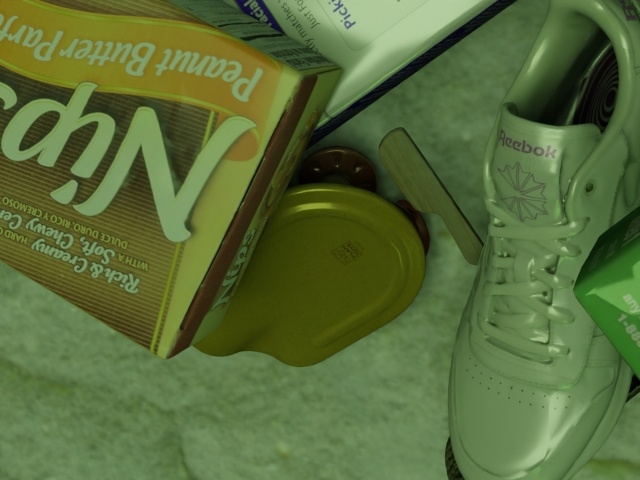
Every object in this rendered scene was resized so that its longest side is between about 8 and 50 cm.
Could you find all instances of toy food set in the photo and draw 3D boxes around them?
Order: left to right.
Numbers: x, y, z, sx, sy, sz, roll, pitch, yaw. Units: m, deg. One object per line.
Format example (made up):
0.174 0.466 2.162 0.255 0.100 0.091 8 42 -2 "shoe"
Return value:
0.000 0.000 0.876 0.218 0.071 0.128 -31 122 25 "toy food set"

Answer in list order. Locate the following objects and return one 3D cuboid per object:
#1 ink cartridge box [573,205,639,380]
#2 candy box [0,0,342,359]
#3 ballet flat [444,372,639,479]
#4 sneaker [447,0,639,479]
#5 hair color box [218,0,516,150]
0.279 0.007 0.546 0.278 0.117 0.201 -39 88 22 "ink cartridge box"
-0.169 -0.091 0.783 0.317 0.087 0.182 30 108 9 "candy box"
0.167 0.076 0.840 0.084 0.058 0.250 45 110 4 "ballet flat"
0.122 -0.001 0.763 0.114 0.152 0.305 15 90 35 "sneaker"
-0.017 -0.163 0.824 0.339 0.110 0.185 -34 90 19 "hair color box"
